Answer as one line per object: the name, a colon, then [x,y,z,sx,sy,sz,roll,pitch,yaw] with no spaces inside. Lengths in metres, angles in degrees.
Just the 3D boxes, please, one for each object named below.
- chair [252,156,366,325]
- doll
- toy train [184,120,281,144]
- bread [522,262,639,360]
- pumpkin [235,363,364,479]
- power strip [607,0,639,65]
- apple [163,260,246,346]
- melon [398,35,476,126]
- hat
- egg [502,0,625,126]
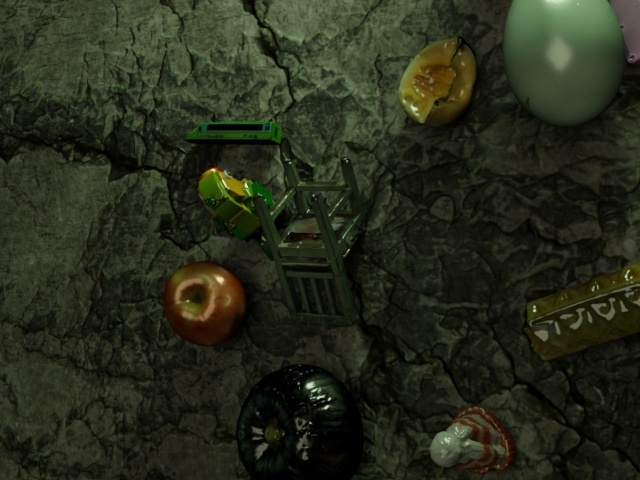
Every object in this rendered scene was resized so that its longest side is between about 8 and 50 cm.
chair: [0.000,0.000,1.496,0.136,0.147,0.271,1,125,29]
doll: [-0.147,-0.059,1.546,0.106,0.186,0.134,-37,38,17]
toy train: [-0.177,-0.214,1.655,0.209,0.044,0.042,4,84,27]
bread: [0.442,0.100,1.265,0.269,0.098,0.087,-22,114,22]
pumpkin: [-0.034,0.325,1.422,0.233,0.163,0.233,-9,75,37]
power strip: [0.501,-0.414,1.330,0.109,0.037,0.279,-31,67,47]
apple: [-0.214,0.118,1.568,0.163,0.139,0.164,-4,75,14]
melon: [0.204,-0.272,1.462,0.128,0.079,0.160,25,94,46]
hat: [0.226,0.315,1.295,0.094,0.162,0.112,-48,60,15]
egg: [0.377,-0.305,1.314,0.182,0.183,0.264,-14,70,24]
